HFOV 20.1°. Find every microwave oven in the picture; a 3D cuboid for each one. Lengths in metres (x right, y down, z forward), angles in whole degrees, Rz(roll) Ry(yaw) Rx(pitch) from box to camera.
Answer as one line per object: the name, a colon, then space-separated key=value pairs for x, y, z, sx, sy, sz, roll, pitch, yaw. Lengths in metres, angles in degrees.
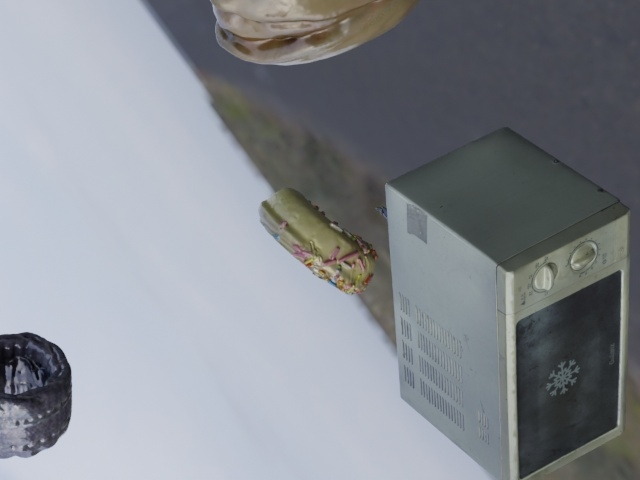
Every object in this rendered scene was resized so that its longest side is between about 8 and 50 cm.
microwave oven: x=0.158 y=0.053 z=1.528 sx=0.194 sy=0.145 sz=0.240 roll=42 pitch=148 yaw=45

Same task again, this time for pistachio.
pistachio: x=0.016 y=-0.287 z=1.840 sx=0.181 sy=0.293 sz=0.162 roll=42 pitch=163 yaw=39

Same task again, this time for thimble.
thimble: x=-0.380 y=0.192 z=2.237 sx=0.150 sy=0.150 sz=0.097 roll=-126 pitch=31 yaw=-46

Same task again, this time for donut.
donut: x=0.003 y=0.003 z=2.147 sx=0.166 sy=0.065 sz=0.108 roll=38 pitch=-175 yaw=-12
